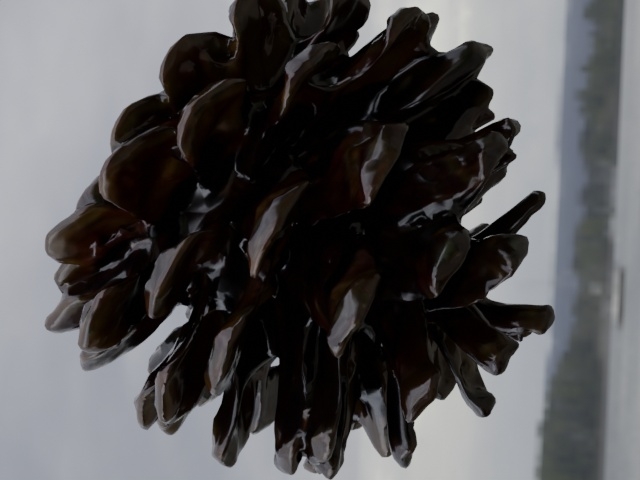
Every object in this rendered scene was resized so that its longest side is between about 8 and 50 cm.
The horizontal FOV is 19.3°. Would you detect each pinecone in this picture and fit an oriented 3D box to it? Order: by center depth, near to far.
[{"bbox_3d":[0.000,0.000,1.425,0.398,0.398,0.397,2,-90,-81],"label":"pinecone"}]
